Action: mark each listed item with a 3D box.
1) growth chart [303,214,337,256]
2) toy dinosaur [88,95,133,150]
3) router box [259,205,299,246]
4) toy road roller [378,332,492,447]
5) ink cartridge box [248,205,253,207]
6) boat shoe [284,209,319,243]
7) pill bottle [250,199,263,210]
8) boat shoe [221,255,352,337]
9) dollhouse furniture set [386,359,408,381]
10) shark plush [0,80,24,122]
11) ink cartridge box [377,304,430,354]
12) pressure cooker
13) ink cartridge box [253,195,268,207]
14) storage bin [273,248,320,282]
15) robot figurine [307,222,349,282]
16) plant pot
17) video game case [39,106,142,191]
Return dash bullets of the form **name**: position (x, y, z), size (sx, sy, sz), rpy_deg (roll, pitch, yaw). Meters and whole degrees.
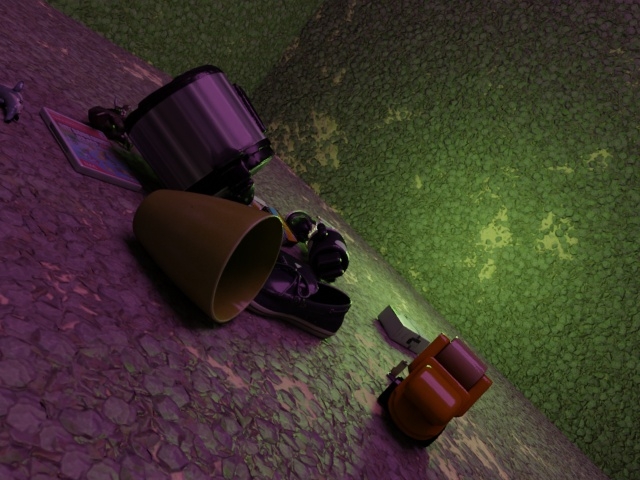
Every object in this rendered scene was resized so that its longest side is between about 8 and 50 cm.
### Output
- **growth chart**: position (0.000, 0.000, 2.244), size (0.172, 0.021, 0.237), rpy_deg (40, 52, -34)
- **toy dinosaur**: position (-0.684, -0.380, 1.579), size (0.160, 0.121, 0.313), rpy_deg (30, 15, -3)
- **router box**: position (-0.178, -0.057, 2.072), size (0.179, 0.046, 0.133), rpy_deg (57, 15, 16)
- **toy road roller**: position (0.339, 0.417, 1.385), size (0.202, 0.329, 0.241), rpy_deg (45, -16, 17)
- **ink cartridge box**: position (-0.312, -0.109, 1.871), size (0.311, 0.065, 0.186), rpy_deg (39, 12, -20)
- **boat shoe**: position (-0.056, -0.045, 2.301), size (0.113, 0.127, 0.340), rpy_deg (34, -3, 28)
- **pill bottle**: position (-0.276, -0.136, 2.118), size (0.083, 0.043, 0.043), rpy_deg (45, 12, 14)
- **boat shoe**: position (-0.095, 0.141, 1.423), size (0.500, 0.156, 0.187), rpy_deg (31, 17, -38)
- **dollhouse furniture set**: position (0.304, 0.469, 1.683), size (0.114, 0.081, 0.091), rpy_deg (45, 12, 16)
- **shark plush**: position (-0.798, -0.343, 1.238), size (0.067, 0.073, 0.161), rpy_deg (5, 55, -39)
- **ink cartridge box**: position (0.370, 0.396, 2.157), size (0.208, 0.087, 0.153), rpy_deg (35, 14, -34)
- **pressure cooker**: position (-0.355, -0.283, 1.546), size (0.420, 0.375, 0.370), rpy_deg (56, 29, -9)
- **ink cartridge box**: position (-0.295, -0.178, 2.251), size (0.115, 0.029, 0.063), rpy_deg (32, 14, -44)
- **storage bin**: position (-0.100, 0.117, 1.664), size (0.180, 0.084, 0.122), rpy_deg (31, 15, -38)
- **robot figurine**: position (0.028, 0.056, 2.066), size (0.173, 0.209, 0.278), rpy_deg (23, 24, -16)
- **plant pot**: position (-0.285, 0.002, 1.145), size (0.293, 0.275, 0.275), rpy_deg (27, 8, 15)
- **video game case**: position (-0.653, -0.258, 1.387), size (0.285, 0.025, 0.204), rpy_deg (48, 13, 27)
